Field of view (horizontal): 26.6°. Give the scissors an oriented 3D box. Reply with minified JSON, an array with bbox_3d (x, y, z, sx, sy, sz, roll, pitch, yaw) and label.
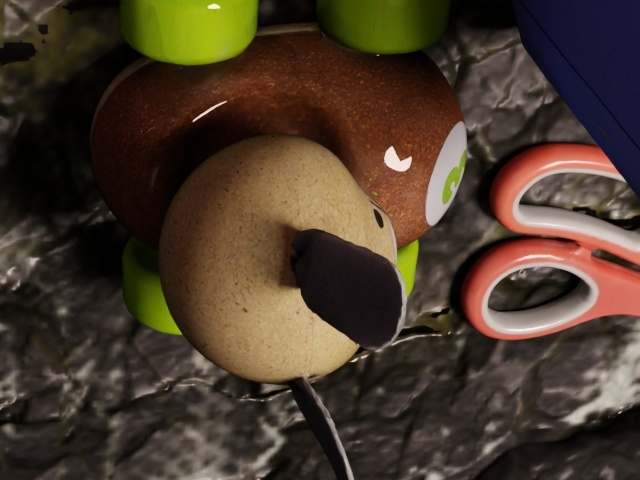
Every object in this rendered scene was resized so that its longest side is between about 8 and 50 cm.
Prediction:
[{"bbox_3d":[0.201,0.024,0.673,0.297,0.021,0.109,12,119,-23],"label":"scissors"}]

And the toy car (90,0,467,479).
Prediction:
[{"bbox_3d":[0.000,0.000,0.485,0.149,0.188,0.155,-5,127,-14],"label":"toy car"}]

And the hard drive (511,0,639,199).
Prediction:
[{"bbox_3d":[0.078,-0.150,0.385,0.040,0.210,0.319,-22,129,-1],"label":"hard drive"}]
